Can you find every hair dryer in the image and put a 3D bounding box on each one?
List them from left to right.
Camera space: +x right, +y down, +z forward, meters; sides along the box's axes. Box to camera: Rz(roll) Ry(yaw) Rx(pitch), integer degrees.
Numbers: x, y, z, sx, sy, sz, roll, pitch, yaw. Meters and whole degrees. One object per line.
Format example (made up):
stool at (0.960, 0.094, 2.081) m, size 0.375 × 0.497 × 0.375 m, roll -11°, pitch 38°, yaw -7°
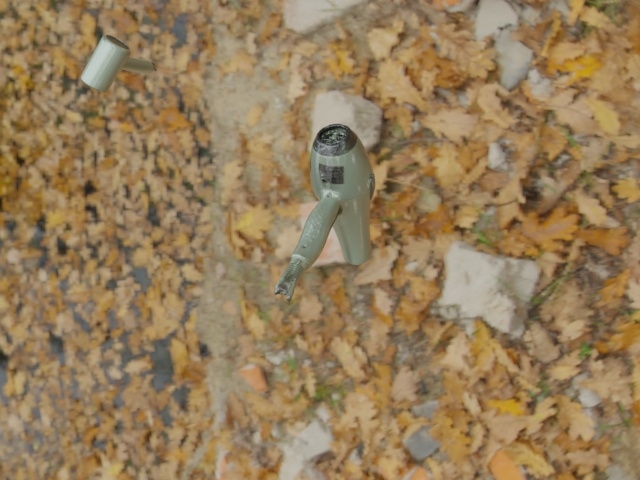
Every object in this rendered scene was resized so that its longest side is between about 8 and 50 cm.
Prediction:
hair dryer at (-0.243, -0.216, 1.232) m, size 0.038 × 0.124 × 0.063 m, roll 40°, pitch 108°, yaw 15°
hair dryer at (0.014, 0.005, 1.339) m, size 0.092 × 0.229 × 0.267 m, roll 10°, pitch 66°, yaw 22°
